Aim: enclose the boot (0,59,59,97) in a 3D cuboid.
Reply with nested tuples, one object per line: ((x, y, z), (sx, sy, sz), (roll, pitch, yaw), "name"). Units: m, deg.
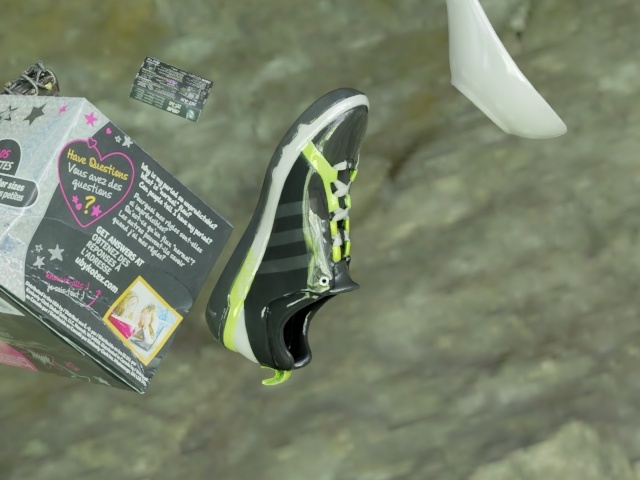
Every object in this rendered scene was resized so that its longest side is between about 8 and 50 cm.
((-0.359, -0.113, 1.777), (0.229, 0.091, 0.263), (-43, 157, -29), "boot")

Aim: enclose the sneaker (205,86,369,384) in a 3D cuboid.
((0.000, 0.000, 1.329), (0.097, 0.235, 0.084), (32, -162, 21), "sneaker")

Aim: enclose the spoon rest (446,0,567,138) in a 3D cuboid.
((0.126, -0.188, 1.577), (0.084, 0.276, 0.137), (-49, -158, 7), "spoon rest")

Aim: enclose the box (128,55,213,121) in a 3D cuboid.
((-0.168, -0.171, 1.970), (0.083, 0.018, 0.067), (20, -144, -4), "box")

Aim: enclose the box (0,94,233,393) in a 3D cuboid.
((-0.215, -0.007, 1.217), (0.247, 0.163, 0.142), (5, -119, 46), "box")
